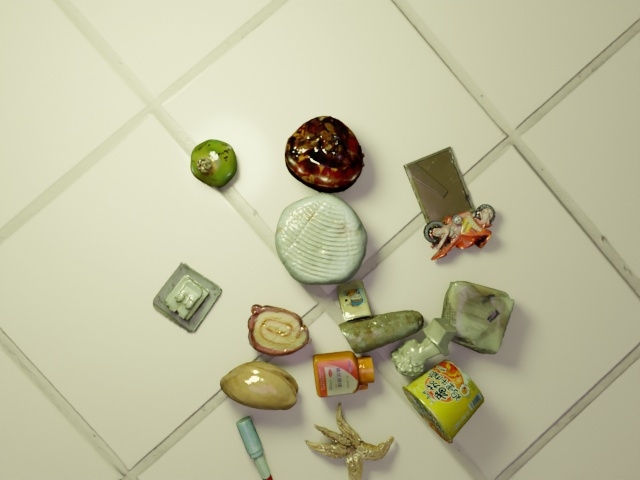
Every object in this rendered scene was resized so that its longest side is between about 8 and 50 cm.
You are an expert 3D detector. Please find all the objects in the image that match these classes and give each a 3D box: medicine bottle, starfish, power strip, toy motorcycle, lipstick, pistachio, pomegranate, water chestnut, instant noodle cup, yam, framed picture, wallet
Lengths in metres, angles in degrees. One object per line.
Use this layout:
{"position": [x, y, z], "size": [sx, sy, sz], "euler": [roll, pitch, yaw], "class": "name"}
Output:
{"position": [0.086, 0.500, 1.810], "size": [0.222, 0.112, 0.150], "euler": [-6, 92, -4], "class": "medicine bottle"}
{"position": [0.082, 0.793, 1.826], "size": [0.293, 0.084, 0.301], "euler": [38, 84, 1], "class": "starfish"}
{"position": [-0.506, 0.216, 1.794], "size": [0.198, 0.064, 0.213], "euler": [34, 87, -5], "class": "power strip"}
{"position": [0.549, -0.032, 1.850], "size": [0.298, 0.089, 0.171], "euler": [-18, 102, -2], "class": "toy motorcycle"}
{"position": [-0.242, 0.807, 1.809], "size": [0.061, 0.068, 0.274], "euler": [-23, 90, -7], "class": "lipstick"}
{"position": [-0.227, 0.542, 1.767], "size": [0.292, 0.162, 0.182], "euler": [9, 116, -4], "class": "pistachio"}
{"position": [-0.393, -0.276, 1.729], "size": [0.179, 0.210, 0.180], "euler": [1, 104, 3], "class": "pomegranate"}
{"position": [0.021, -0.318, 1.717], "size": [0.299, 0.300, 0.300], "euler": [0, 90, -4], "class": "water chestnut"}
{"position": [0.462, 0.583, 1.777], "size": [0.200, 0.264, 0.264], "euler": [-39, 92, -11], "class": "instant noodle cup"}
{"position": [0.236, 0.338, 1.818], "size": [0.330, 0.133, 0.133], "euler": [-14, 91, -10], "class": "yam"}
{"position": [0.470, -0.207, 1.883], "size": [0.208, 0.019, 0.281], "euler": [-21, 91, -3], "class": "framed picture"}
{"position": [0.125, 0.228, 1.810], "size": [0.110, 0.039, 0.155], "euler": [-11, 53, -3], "class": "wallet"}

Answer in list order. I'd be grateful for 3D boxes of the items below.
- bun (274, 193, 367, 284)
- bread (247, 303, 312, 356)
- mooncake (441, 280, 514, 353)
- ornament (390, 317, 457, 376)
{"position": [0.002, -0.006, 1.764], "size": [0.354, 0.194, 0.355], "euler": [0, 93, -2], "class": "bun"}
{"position": [-0.154, 0.342, 1.789], "size": [0.244, 0.123, 0.190], "euler": [13, 91, -3], "class": "bread"}
{"position": [0.585, 0.290, 1.833], "size": [0.250, 0.136, 0.255], "euler": [18, 87, -1], "class": "mooncake"}
{"position": [0.392, 0.406, 1.783], "size": [0.120, 0.130, 0.285], "euler": [24, 125, -40], "class": "ornament"}
